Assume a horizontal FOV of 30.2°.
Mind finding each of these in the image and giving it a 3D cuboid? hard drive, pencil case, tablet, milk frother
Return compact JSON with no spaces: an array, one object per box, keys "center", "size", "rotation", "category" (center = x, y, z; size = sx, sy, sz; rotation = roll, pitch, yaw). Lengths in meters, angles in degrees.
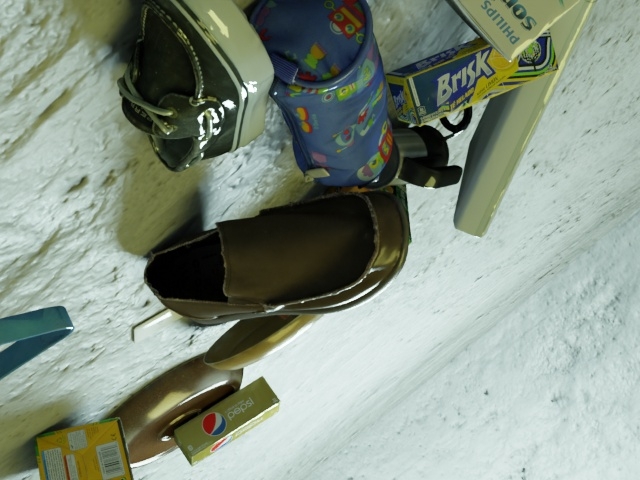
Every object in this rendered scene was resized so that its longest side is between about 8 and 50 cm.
[{"center":[0.251,-0.204,1.408],"size":[0.233,0.047,0.353],"rotation":[-69,180,-55],"category":"hard drive"},{"center":[0.006,-0.153,1.247],"size":[0.133,0.119,0.306],"rotation":[-58,164,-11],"category":"pencil case"},{"center":[-0.225,0.114,1.656],"size":[0.083,0.006,0.054],"rotation":[-31,161,-22],"category":"tablet"},{"center":[0.124,-0.140,1.577],"size":[0.135,0.129,0.143],"rotation":[-10,105,-55],"category":"milk frother"}]

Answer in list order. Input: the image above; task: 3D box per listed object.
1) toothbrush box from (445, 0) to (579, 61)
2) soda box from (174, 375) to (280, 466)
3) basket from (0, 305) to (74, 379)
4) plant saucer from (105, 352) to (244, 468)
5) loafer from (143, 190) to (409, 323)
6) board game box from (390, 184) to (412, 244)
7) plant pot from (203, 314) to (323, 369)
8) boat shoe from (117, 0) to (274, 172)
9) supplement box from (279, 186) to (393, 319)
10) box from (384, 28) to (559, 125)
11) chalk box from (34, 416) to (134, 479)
[{"center":[0.236,-0.324,1.122],"size":[0.295,0.126,0.216],"rotation":[-40,-166,9],"category":"toothbrush box"},{"center":[-0.158,0.306,2.013],"size":[0.181,0.058,0.061],"rotation":[-31,161,-20],"category":"soda box"},{"center":[-0.396,0.146,1.094],"size":[0.289,0.201,0.255],"rotation":[-37,164,32],"category":"basket"},{"center":[-0.247,0.294,1.989],"size":[0.311,0.050,0.310],"rotation":[-32,161,-12],"category":"plant saucer"},{"center":[-0.063,0.030,1.398],"size":[0.366,0.133,0.130],"rotation":[-19,163,33],"category":"loafer"},{"center":[0.071,-0.003,1.675],"size":[0.136,0.030,0.259],"rotation":[-48,-169,16],"category":"board game box"},{"center":[-0.068,0.125,1.765],"size":[0.236,0.032,0.236],"rotation":[-32,-171,6],"category":"plant pot"},{"center":[-0.118,-0.136,1.057],"size":[0.119,0.121,0.335],"rotation":[-39,165,-10],"category":"boat shoe"},{"center":[0.000,0.000,1.651],"size":[0.233,0.080,0.078],"rotation":[-43,-157,18],"category":"supplement box"},{"center":[0.157,-0.174,1.226],"size":[0.169,0.054,0.059],"rotation":[-23,-162,-14],"category":"box"},{"center":[-0.352,0.374,1.802],"size":[0.132,0.132,0.213],"rotation":[-12,154,-13],"category":"chalk box"}]
